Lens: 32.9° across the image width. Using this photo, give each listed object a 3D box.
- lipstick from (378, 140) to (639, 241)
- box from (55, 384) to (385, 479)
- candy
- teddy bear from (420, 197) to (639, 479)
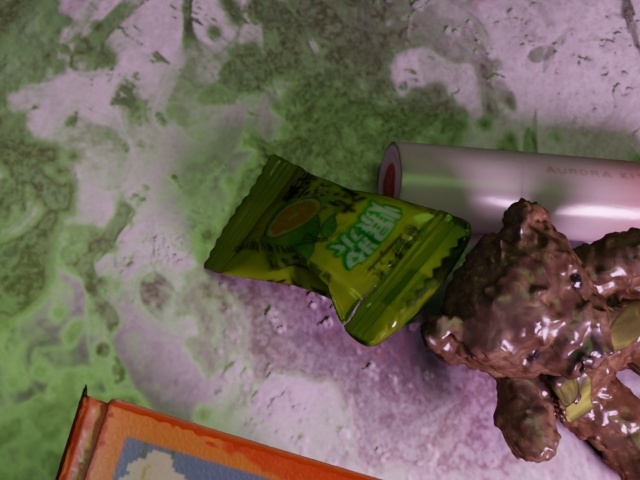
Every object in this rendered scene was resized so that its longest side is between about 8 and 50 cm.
[{"bbox_3d":[0.225,-0.045,1.092,0.327,0.087,0.087,4,74,-12],"label":"lipstick"},{"bbox_3d":[-0.107,0.326,0.795,0.257,0.318,0.349,18,73,-6],"label":"box"},{"bbox_3d":[0.000,0.000,0.981,0.149,0.246,0.069,-51,133,-21],"label":"candy"},{"bbox_3d":[0.253,0.100,0.978,0.296,0.222,0.246,36,96,8],"label":"teddy bear"}]
